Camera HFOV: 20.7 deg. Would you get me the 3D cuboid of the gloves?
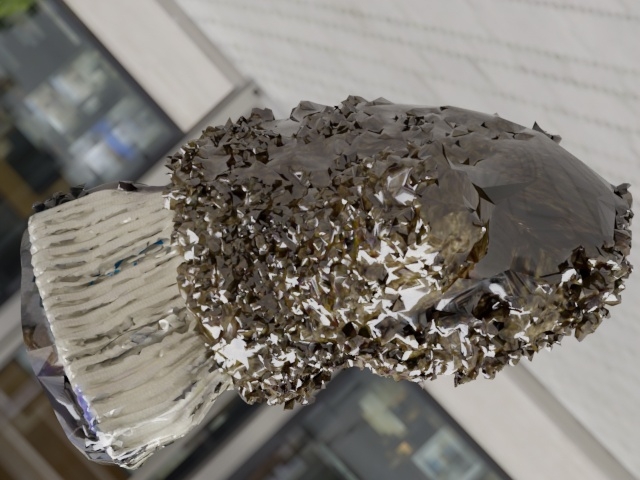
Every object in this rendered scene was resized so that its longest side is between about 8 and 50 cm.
[{"bbox_3d":[0.003,0.007,0.883,0.210,0.312,0.135,-109,0,-67],"label":"gloves"}]
